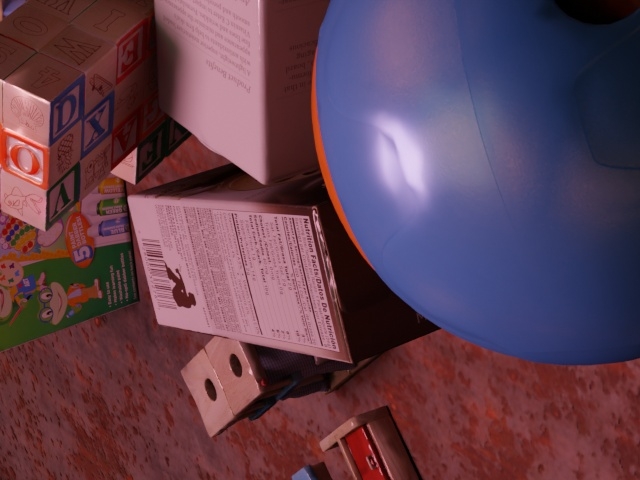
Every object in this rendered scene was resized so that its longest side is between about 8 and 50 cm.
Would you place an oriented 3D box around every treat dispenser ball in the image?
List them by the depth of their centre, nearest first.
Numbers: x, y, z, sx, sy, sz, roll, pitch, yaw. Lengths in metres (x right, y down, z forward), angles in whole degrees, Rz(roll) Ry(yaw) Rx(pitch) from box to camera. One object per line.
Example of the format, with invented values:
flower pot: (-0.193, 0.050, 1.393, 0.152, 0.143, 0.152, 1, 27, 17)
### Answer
treat dispenser ball: (0.138, -0.076, 1.014, 0.288, 0.288, 0.288, 37, 136, 45)

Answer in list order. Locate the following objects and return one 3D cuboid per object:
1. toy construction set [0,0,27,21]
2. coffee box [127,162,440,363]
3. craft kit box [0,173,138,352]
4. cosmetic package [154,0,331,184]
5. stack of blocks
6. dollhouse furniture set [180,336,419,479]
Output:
toy construction set: (-0.251, -0.337, 1.636, 0.215, 0.151, 0.328, -75, -7, -82)
coffee box: (0.000, 0.000, 1.421, 0.297, 0.168, 0.119, 5, 111, 58)
craft kit box: (-0.310, -0.017, 1.858, 0.061, 0.246, 0.250, 30, 132, 51)
cosmetic package: (-0.023, -0.167, 1.375, 0.151, 0.151, 0.184, 38, 137, 44)
stack of blocks: (-0.164, -0.135, 1.478, 0.087, 0.297, 0.171, 25, 135, 17)
dollhouse furniture set: (-0.006, 0.151, 1.557, 0.184, 0.129, 0.129, 65, 150, 12)
